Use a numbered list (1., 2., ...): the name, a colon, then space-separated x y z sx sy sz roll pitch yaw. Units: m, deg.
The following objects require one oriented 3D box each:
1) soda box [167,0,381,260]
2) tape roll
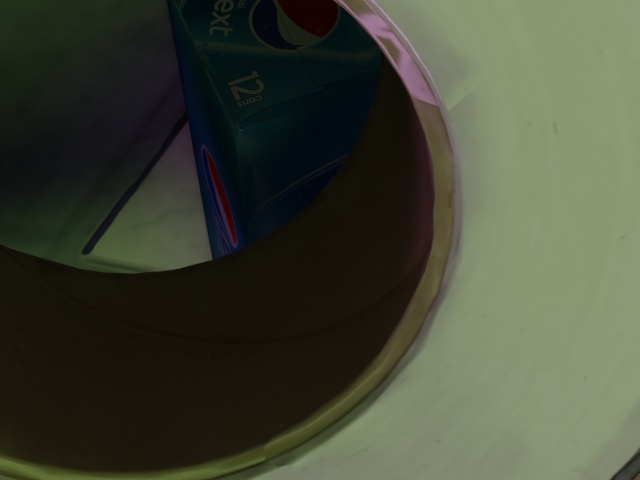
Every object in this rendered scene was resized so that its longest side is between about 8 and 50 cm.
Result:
1. soda box: 0.000 0.000 0.556 0.067 0.071 0.210 -19 142 -10
2. tape roll: -0.049 -0.026 0.390 0.286 0.100 0.286 -3 121 -5
